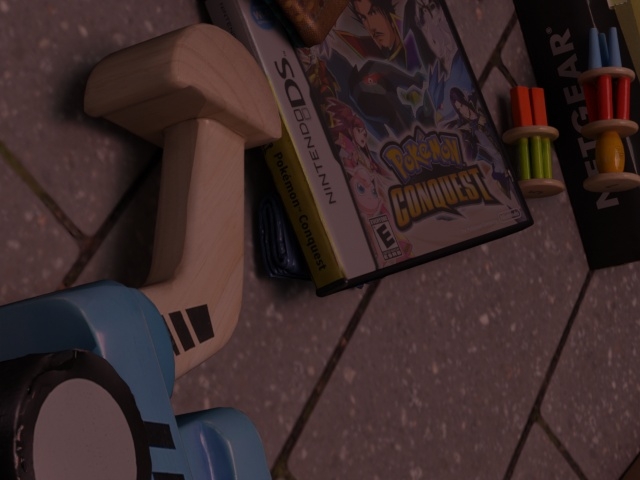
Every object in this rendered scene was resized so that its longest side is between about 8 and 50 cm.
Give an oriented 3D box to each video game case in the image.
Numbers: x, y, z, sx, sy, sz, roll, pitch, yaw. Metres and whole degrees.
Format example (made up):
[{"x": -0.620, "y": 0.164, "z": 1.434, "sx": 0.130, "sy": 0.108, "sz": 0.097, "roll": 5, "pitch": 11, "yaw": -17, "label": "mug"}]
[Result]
[{"x": 0.047, "y": -0.100, "z": 1.254, "sx": 0.275, "sy": 0.035, "sz": 0.248, "roll": -16, "pitch": 83, "yaw": -50, "label": "video game case"}]

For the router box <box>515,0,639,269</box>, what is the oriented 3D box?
[{"x": 0.321, "y": -0.148, "z": 1.568, "sx": 0.243, "sy": 0.081, "sz": 0.309, "roll": -20, "pitch": 94, "yaw": -49, "label": "router box"}]

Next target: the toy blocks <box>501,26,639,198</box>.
[{"x": 0.226, "y": -0.118, "z": 1.428, "sx": 0.054, "sy": 0.123, "sz": 0.148, "roll": 47, "pitch": 40, "yaw": -73, "label": "toy blocks"}]

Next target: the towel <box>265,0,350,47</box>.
[{"x": 0.003, "y": -0.364, "z": 1.197, "sx": 0.271, "sy": 0.040, "sz": 0.370, "roll": 50, "pitch": 56, "yaw": -29, "label": "towel"}]

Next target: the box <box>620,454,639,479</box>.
[{"x": 0.382, "y": 0.243, "z": 1.479, "sx": 0.311, "sy": 0.148, "sz": 0.121, "roll": -38, "pitch": 107, "yaw": -48, "label": "box"}]

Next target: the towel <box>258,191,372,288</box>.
[{"x": 0.000, "y": 0.000, "z": 1.205, "sx": 0.119, "sy": 0.029, "sz": 0.067, "roll": 7, "pitch": 70, "yaw": -46, "label": "towel"}]

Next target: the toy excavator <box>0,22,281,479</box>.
[{"x": -0.129, "y": 0.096, "z": 0.935, "sx": 0.445, "sy": 0.222, "sz": 0.433, "roll": -18, "pitch": 93, "yaw": -63, "label": "toy excavator"}]
